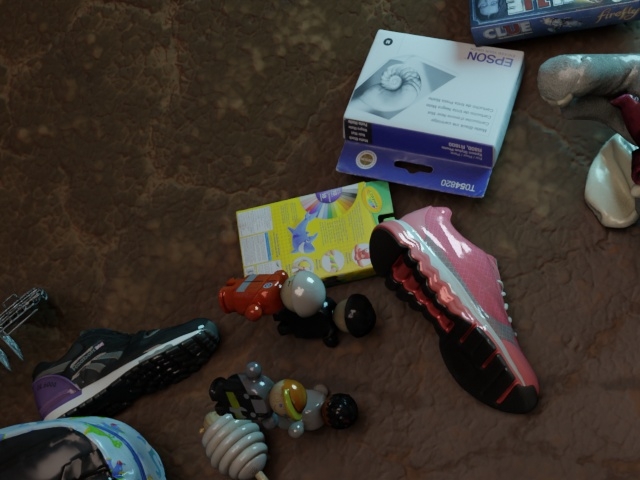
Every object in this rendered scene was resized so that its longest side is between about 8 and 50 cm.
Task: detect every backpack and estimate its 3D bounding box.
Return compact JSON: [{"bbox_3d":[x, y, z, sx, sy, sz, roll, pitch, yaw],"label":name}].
[{"bbox_3d":[-0.376,0.367,1.849,0.356,0.273,0.290,-33,73,27],"label":"backpack"}]

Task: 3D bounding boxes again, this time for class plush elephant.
[{"bbox_3d":[0.446,-0.110,1.762,0.272,0.330,0.255,1,97,29],"label":"plush elephant"}]

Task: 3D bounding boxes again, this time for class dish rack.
[{"bbox_3d":[-0.481,0.173,1.961,0.271,0.208,0.074,-42,103,-9],"label":"dish rack"}]

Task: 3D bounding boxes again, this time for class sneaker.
[{"bbox_3d":[-0.283,0.159,1.954,0.283,0.107,0.124,-29,63,6],"label":"sneaker"},{"bbox_3d":[0.205,0.079,1.836,0.136,0.116,0.314,-31,79,-31],"label":"sneaker"}]

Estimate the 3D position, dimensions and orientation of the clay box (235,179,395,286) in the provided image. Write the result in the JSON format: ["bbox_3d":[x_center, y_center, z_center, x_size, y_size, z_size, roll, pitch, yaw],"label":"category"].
[{"bbox_3d":[0.000,0.000,1.946,0.222,0.053,0.127,-12,71,10],"label":"clay box"}]

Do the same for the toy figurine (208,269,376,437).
[{"bbox_3d":[-0.031,0.149,1.824,0.148,0.213,0.209,-3,72,29],"label":"toy figurine"}]

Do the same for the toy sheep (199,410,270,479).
[{"bbox_3d":[-0.111,0.279,1.875,0.132,0.091,0.091,41,88,22],"label":"toy sheep"}]

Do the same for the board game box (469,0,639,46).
[{"bbox_3d":[0.329,-0.363,1.945,0.243,0.042,0.165,-8,56,13],"label":"board game box"}]

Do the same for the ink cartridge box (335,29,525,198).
[{"bbox_3d":[0.150,-0.180,1.938,0.223,0.045,0.224,11,65,18],"label":"ink cartridge box"}]
